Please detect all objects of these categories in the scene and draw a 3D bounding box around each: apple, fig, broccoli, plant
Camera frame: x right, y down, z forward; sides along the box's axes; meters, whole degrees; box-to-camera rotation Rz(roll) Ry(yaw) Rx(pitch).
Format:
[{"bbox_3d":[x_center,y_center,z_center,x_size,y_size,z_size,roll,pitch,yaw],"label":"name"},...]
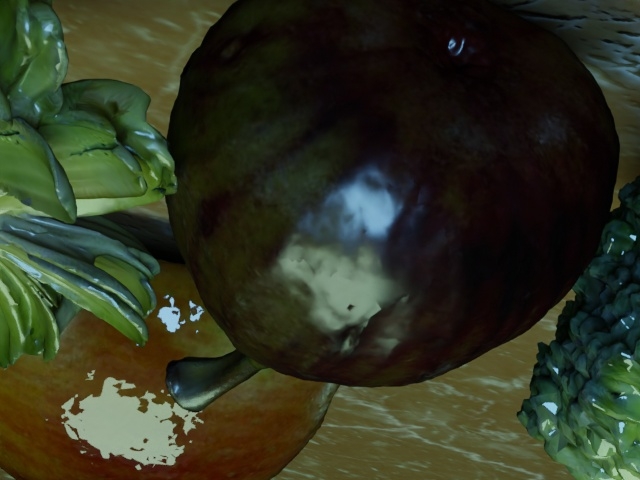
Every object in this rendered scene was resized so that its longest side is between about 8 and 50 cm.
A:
[{"bbox_3d":[-0.151,0.092,1.444,0.346,0.179,0.254,9,133,14],"label":"apple"},{"bbox_3d":[0.000,0.000,0.947,0.217,0.217,0.321,19,144,-16],"label":"fig"},{"bbox_3d":[0.232,0.067,0.944,0.248,0.288,0.245,-41,90,27],"label":"broccoli"},{"bbox_3d":[-0.222,-0.071,0.882,0.297,0.261,0.306,-2,161,-8],"label":"plant"}]
